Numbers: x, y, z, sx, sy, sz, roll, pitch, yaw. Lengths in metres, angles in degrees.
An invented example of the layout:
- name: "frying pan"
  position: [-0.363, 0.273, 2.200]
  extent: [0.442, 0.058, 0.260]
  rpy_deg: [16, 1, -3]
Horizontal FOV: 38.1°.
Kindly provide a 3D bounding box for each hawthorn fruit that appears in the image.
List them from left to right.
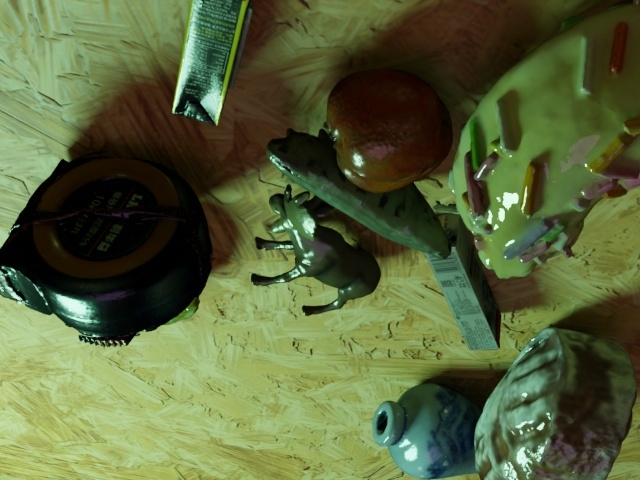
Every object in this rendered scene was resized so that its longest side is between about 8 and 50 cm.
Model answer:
- name: "hawthorn fruit"
  position: [0.065, -0.108, 0.883]
  extent: [0.128, 0.128, 0.128]
  rpy_deg: [6, 143, 5]

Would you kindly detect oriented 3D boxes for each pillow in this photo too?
- name: "pillow"
  position: [0.046, -0.059, 0.969]
  extent: [0.241, 0.093, 0.051]
  rpy_deg: [28, 135, -25]

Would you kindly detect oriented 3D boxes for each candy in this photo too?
- name: "candy"
  position: [0.295, 0.237, 1.204]
  extent: [0.157, 0.214, 0.289]
  rpy_deg: [13, 139, -5]

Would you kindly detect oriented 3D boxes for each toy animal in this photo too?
- name: "toy animal"
  position: [0.000, 0.000, 1.074]
  extent: [0.186, 0.093, 0.214]
  rpy_deg: [-19, 142, 39]

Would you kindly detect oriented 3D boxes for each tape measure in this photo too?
- name: "tape measure"
  position: [-0.230, 0.006, 1.027]
  extent: [0.223, 0.202, 0.135]
  rpy_deg: [15, 146, 16]

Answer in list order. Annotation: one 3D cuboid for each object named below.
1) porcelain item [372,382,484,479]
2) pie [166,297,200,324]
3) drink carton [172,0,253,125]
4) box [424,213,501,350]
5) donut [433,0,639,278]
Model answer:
- name: "porcelain item"
  position: [0.202, 0.291, 1.376]
  extent: [0.259, 0.141, 0.141]
  rpy_deg: [15, 144, -23]
- name: "pie"
  position: [-0.273, 0.049, 1.191]
  extent: [0.248, 0.090, 0.201]
  rpy_deg: [10, 154, -1]
- name: "drink carton"
  position: [-0.095, -0.187, 0.848]
  extent: [0.056, 0.071, 0.165]
  rpy_deg: [17, 144, -5]
- name: "box"
  position: [0.175, 0.055, 1.123]
  extent: [0.040, 0.055, 0.218]
  rpy_deg: [-6, 141, 22]
- name: "donut"
  position: [0.313, -0.069, 0.826]
  extent: [0.371, 0.150, 0.307]
  rpy_deg: [6, 140, -7]
